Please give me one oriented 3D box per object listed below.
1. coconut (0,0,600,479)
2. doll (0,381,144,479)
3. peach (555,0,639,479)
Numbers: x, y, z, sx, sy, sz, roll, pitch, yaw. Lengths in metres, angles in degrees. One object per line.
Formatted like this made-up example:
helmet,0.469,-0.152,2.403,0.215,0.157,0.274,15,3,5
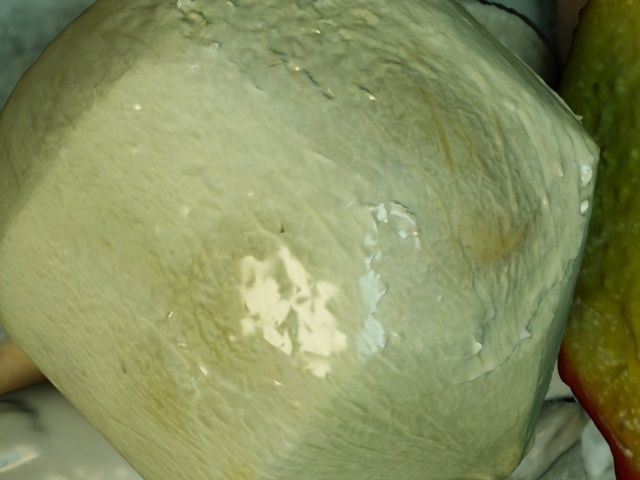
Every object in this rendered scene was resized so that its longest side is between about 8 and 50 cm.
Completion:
coconut,0.000,0.000,0.430,0.247,0.245,0.245,43,89,5
doll,-0.136,0.195,0.478,0.251,0.221,0.221,-40,119,-5
peach,0.306,-0.023,0.507,0.310,0.335,0.406,-4,104,-20
